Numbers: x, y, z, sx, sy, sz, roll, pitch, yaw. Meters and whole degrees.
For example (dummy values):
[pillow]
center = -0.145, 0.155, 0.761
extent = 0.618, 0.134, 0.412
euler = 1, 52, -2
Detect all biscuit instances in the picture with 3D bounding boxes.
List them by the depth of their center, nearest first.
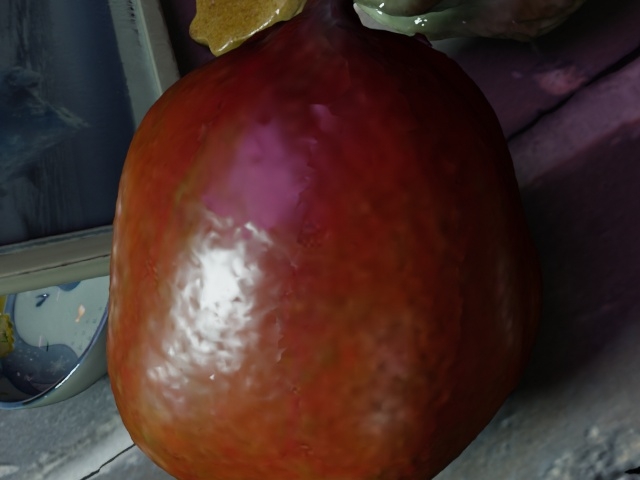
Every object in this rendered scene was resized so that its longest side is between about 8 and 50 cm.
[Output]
[biscuit]
center = -0.048, -0.270, 0.969
extent = 0.166, 0.036, 0.225
euler = 4, 77, 37

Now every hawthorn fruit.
[hawthorn fruit]
center = 0.003, 0.017, 0.648
extent = 0.295, 0.311, 0.295
euler = 2, 59, -3

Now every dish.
[dish]
center = -0.222, 0.045, 0.939
extent = 0.236, 0.086, 0.227
euler = -16, 62, 31

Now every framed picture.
[framed picture]
center = -0.285, -0.126, 0.930
extent = 0.326, 0.028, 0.446
euler = -12, 50, -9

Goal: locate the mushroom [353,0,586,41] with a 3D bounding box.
[mushroom]
center = 0.130, -0.242, 0.752
extent = 0.267, 0.164, 0.189
euler = -49, 14, 54
